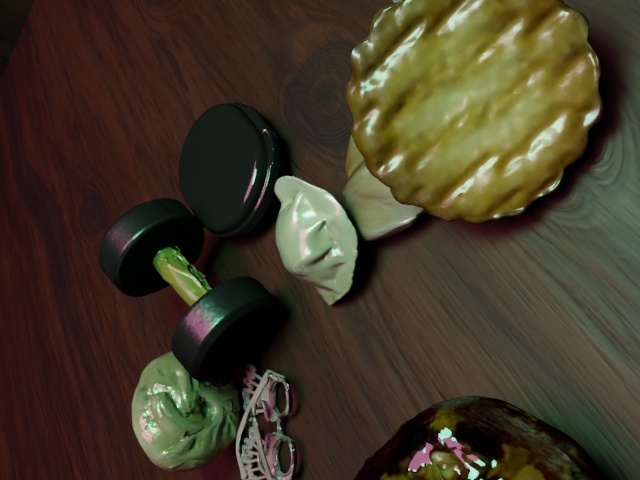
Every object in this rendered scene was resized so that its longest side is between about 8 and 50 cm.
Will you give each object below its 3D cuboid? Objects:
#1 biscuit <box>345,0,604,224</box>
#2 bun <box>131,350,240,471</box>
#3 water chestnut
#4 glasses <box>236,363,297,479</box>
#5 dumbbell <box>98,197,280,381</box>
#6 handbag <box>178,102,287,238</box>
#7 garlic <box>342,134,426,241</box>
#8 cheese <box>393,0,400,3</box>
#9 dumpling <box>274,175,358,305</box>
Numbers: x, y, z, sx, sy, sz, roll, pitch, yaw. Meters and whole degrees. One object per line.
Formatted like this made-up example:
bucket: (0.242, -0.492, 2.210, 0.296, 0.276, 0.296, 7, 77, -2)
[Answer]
biscuit: (0.196, -0.186, 0.834, 0.326, 0.107, 0.325, 3, 107, 11)
bun: (-0.237, 0.305, 1.175, 0.116, 0.210, 0.237, -33, 45, 35)
water chestnut: (0.161, 0.344, 0.683, 0.335, 0.347, 0.335, -7, 77, 33)
glasses: (-0.121, 0.344, 1.133, 0.162, 0.095, 0.255, -26, 61, 55)
dumbbell: (-0.246, 0.087, 1.186, 0.322, 0.204, 0.203, 42, 111, 26)
handbag: (-0.180, -0.146, 1.299, 0.254, 0.093, 0.308, -54, 49, 20)
garlic: (0.116, -0.125, 0.992, 0.228, 0.110, 0.217, -25, 61, 39)
cheese: (0.193, -0.462, 1.032, 0.191, 0.042, 0.105, -7, 75, 45)
dumpling: (0.001, 0.004, 1.050, 0.166, 0.126, 0.215, 0, 89, 55)
